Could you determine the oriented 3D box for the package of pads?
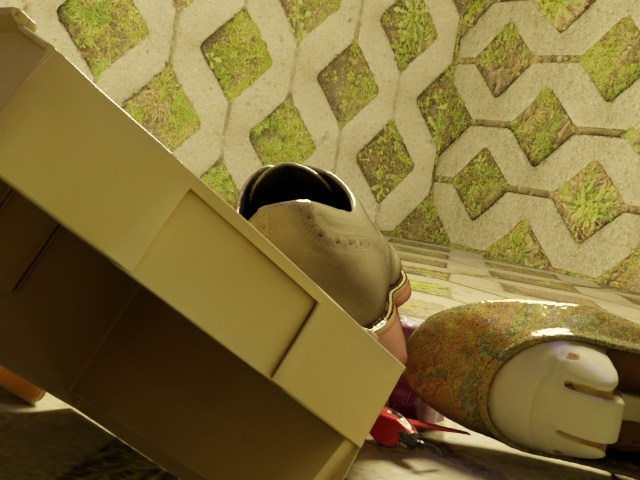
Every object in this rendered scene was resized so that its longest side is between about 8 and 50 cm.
[{"bbox_3d":[0.079,0.106,0.752,0.032,0.083,0.050,0,6,-44],"label":"package of pads"}]

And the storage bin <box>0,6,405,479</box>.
[{"bbox_3d":[-0.131,0.017,0.468,0.260,0.123,0.262,15,-23,48],"label":"storage bin"}]

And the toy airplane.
[{"bbox_3d":[0.033,0.129,0.682,0.151,0.028,0.151,20,-1,0],"label":"toy airplane"}]

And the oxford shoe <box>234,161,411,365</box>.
[{"bbox_3d":[0.000,0.000,0.755,0.140,0.146,0.397,-13,10,-2],"label":"oxford shoe"}]

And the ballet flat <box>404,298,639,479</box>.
[{"bbox_3d":[0.231,0.124,0.653,0.349,0.123,0.123,14,5,5],"label":"ballet flat"}]

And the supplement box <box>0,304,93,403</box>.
[{"bbox_3d":[-0.276,0.020,0.613,0.233,0.078,0.080,33,-9,-20],"label":"supplement box"}]
